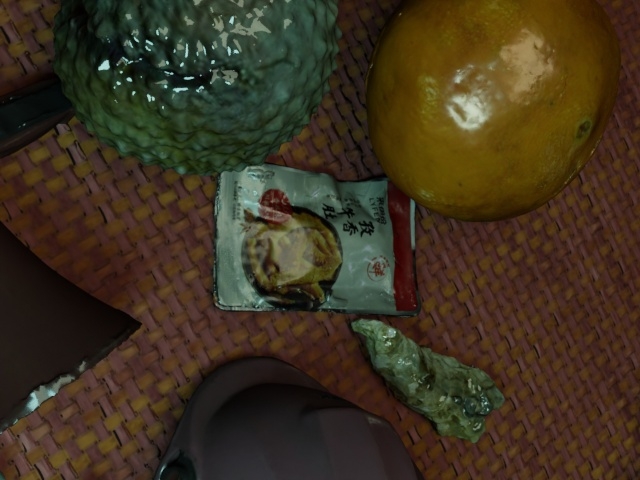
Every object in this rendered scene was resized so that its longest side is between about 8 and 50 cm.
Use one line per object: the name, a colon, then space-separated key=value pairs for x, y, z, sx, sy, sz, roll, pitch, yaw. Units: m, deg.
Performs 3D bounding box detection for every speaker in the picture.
speaker: x=-0.277 y=-0.021 z=0.999 sx=0.259 sy=0.198 sz=0.330 roll=-30 pitch=93 yaw=-17

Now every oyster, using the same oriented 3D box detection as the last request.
oyster: x=0.119 y=0.153 z=1.290 sx=0.199 sy=0.061 sz=0.106 roll=15 pitch=79 yaw=-30

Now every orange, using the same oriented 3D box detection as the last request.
orange: x=0.177 y=-0.156 z=1.233 sx=0.284 sy=0.226 sz=0.284 roll=-35 pitch=141 yaw=-35

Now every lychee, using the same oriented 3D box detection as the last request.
lychee: x=-0.105 y=-0.171 z=1.068 sx=0.255 sy=0.255 sz=0.274 roll=-45 pitch=142 yaw=-27

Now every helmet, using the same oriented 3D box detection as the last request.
helmet: x=-0.004 y=0.269 z=1.107 sx=0.271 sy=0.197 sz=0.338 roll=18 pitch=71 yaw=-37

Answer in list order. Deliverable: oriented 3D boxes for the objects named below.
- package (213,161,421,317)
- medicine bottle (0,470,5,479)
package: x=0.000 y=0.000 z=1.248 sx=0.239 sy=0.030 sz=0.154 roll=5 pitch=81 yaw=-31
medicine bottle: x=-0.366 y=0.206 z=0.987 sx=0.208 sy=0.053 sz=0.090 roll=20 pitch=65 yaw=-24
